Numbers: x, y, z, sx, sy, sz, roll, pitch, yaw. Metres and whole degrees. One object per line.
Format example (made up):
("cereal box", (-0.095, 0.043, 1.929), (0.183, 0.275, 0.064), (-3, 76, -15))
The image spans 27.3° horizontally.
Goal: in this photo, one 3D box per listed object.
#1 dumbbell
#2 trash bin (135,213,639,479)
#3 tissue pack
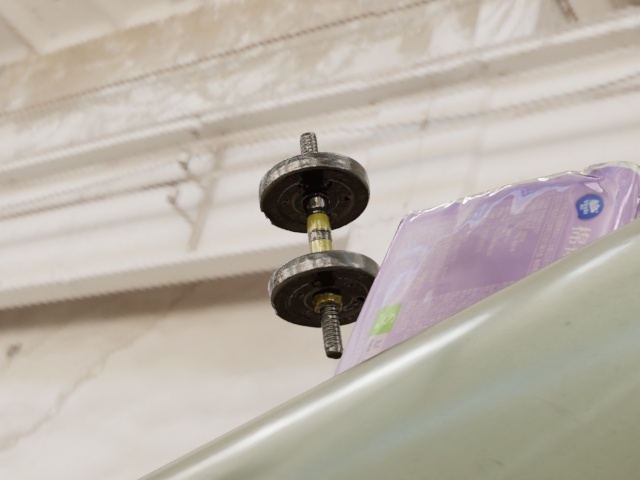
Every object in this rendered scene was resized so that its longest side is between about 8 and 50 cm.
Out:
("dumbbell", (0.000, 0.000, 1.628), (0.143, 0.325, 0.143), (-5, -33, -4))
("trash bin", (0.035, 0.180, 0.491), (0.280, 0.432, 0.280), (47, -26, 32))
("tissue pack", (0.138, 0.117, 1.015), (0.242, 0.338, 0.160), (-12, -49, 42))
